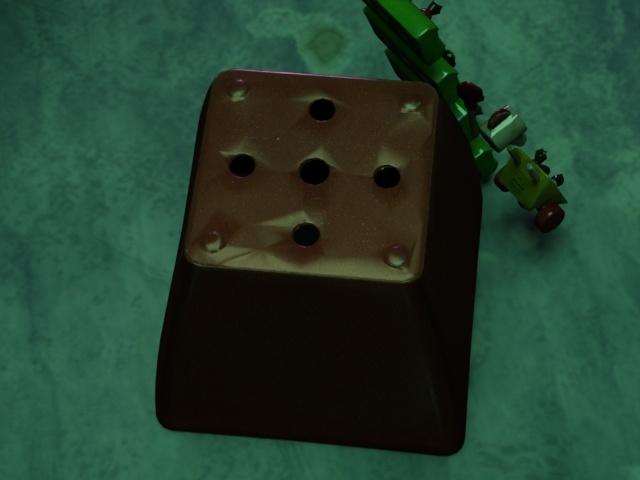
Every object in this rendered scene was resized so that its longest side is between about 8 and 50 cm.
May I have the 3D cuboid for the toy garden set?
[{"bbox_3d":[0.127,-0.125,1.321,0.049,0.244,0.204,-40,59,-2],"label":"toy garden set"}]

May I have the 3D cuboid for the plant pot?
[{"bbox_3d":[0.000,0.000,1.279,0.267,0.235,0.267,5,61,5],"label":"plant pot"}]
